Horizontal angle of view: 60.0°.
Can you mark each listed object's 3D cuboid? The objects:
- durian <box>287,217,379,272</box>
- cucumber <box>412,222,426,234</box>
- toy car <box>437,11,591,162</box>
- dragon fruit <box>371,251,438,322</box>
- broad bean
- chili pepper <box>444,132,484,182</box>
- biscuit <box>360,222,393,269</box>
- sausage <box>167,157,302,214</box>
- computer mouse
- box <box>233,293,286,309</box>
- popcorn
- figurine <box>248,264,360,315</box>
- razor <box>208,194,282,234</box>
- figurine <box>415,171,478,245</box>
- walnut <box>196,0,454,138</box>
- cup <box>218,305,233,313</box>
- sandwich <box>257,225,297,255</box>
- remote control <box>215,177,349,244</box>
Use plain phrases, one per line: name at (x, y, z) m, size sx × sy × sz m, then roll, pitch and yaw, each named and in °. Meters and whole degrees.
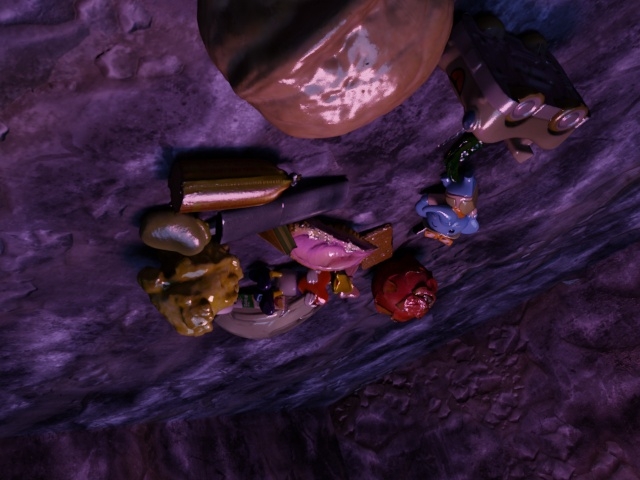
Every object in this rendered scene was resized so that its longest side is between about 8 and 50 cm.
durian at (-0.001, 0.001, 1.676) m, size 0.341 × 0.112 × 0.191 m, roll 18°, pitch 146°, yaw -38°
cucumber at (0.375, -0.059, 1.877) m, size 0.134 × 0.033 × 0.034 m, roll -23°, pitch 115°, yaw 8°
toy car at (0.387, -0.310, 1.201) m, size 0.336 × 0.242 × 0.226 m, roll -1°, pitch 150°, yaw -35°
dragon fruit at (0.302, 0.172, 2.042) m, size 0.250 × 0.250 × 0.315 m, roll -24°, pitch -164°, yaw 9°
broad bean at (-0.364, -0.020, 1.405) m, size 0.174 × 0.082 × 0.124 m, roll 17°, pitch 120°, yaw -38°
chili pepper at (0.393, -0.233, 1.535) m, size 0.073 × 0.050 × 0.182 m, roll 4°, pitch 142°, yaw -25°
biscuit at (0.190, 0.023, 1.904) m, size 0.131 × 0.025 × 0.231 m, roll -24°, pitch 152°, yaw -7°
sausage at (-0.186, -0.137, 1.284) m, size 0.317 × 0.117 × 0.125 m, roll -8°, pitch 166°, yaw -24°
computer mouse at (-0.173, 0.271, 2.024) m, size 0.428 × 0.146 × 0.228 m, roll -11°, pitch 149°, yaw -17°
box at (-0.219, 0.208, 1.895) m, size 0.207 × 0.050 × 0.041 m, roll 2°, pitch 170°, yaw 2°
popcorn at (-0.345, 0.114, 1.534) m, size 0.235 × 0.242 × 0.250 m, roll -5°, pitch -152°, yaw 45°
figurine at (-0.036, 0.147, 1.862) m, size 0.420 × 0.154 × 0.193 m, roll -2°, pitch -174°, yaw -22°
razor at (-0.222, -0.057, 1.472) m, size 0.277 × 0.056 × 0.111 m, roll -24°, pitch 154°, yaw 9°
figurine at (0.392, -0.106, 1.707) m, size 0.179 × 0.154 × 0.262 m, roll -9°, pitch 136°, yaw 0°
walnut at (0.001, -0.335, 0.811) m, size 0.381 × 0.381 × 0.381 m, roll -15°, pitch 153°, yaw -8°
cup at (-0.350, 0.167, 1.707) m, size 0.142 × 0.134 × 0.173 m, roll 5°, pitch 165°, yaw -41°
sandwich at (-0.129, -0.009, 1.526) m, size 0.074 × 0.116 × 0.074 m, roll -24°, pitch -172°, yaw 33°
remote control at (-0.093, -0.080, 1.437) m, size 0.377 × 0.044 × 0.107 m, roll -18°, pitch 139°, yaw -29°
